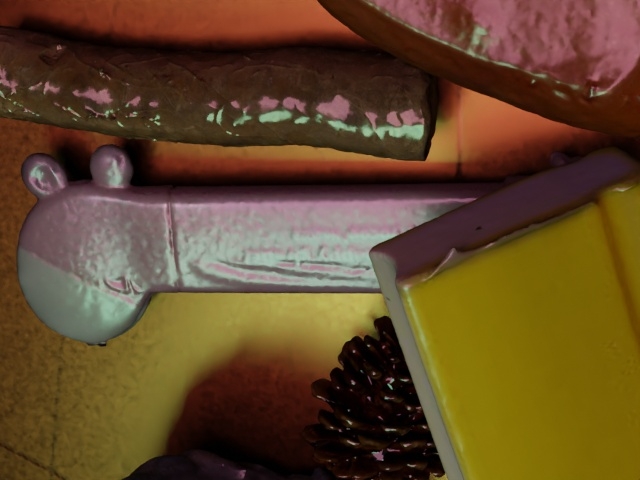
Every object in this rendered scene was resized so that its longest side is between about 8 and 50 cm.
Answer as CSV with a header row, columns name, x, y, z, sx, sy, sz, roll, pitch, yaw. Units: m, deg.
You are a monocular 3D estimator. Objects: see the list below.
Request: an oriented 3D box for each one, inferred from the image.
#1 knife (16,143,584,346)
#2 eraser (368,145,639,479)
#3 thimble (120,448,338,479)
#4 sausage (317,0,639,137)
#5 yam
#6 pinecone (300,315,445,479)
name,x,y,z,sx,sy,sz,roll,pitch,yaw
knife,0.000,0.000,1.117,0.398,0.038,0.132,-1,111,14
eraser,0.135,0.072,1.036,0.158,0.069,0.226,-23,115,-5
thimble,-0.067,0.241,1.107,0.205,0.236,0.172,23,111,14
sausage,0.104,-0.139,0.996,0.258,0.133,0.133,22,112,11
yam,-0.075,-0.089,1.095,0.299,0.066,0.066,5,108,14
pinecone,0.046,0.101,1.102,0.102,0.102,0.109,34,124,3
